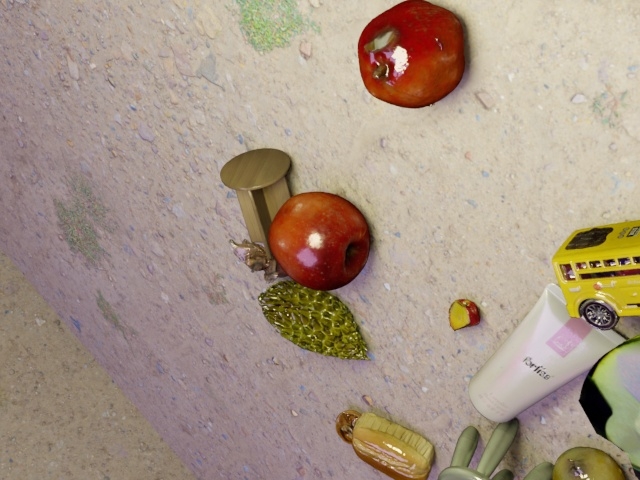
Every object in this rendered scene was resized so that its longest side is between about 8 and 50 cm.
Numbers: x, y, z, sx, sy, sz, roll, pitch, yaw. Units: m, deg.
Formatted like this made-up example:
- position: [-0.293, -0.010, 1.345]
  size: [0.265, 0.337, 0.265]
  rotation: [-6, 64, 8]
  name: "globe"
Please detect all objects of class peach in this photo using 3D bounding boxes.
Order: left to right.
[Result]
- position: [0.314, 0.166, 1.486]
  size: [0.077, 0.050, 0.083]
  rotation: [43, 138, 48]
  name: "peach"

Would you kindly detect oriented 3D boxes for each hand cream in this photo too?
- position: [0.436, 0.247, 1.395]
  size: [0.185, 0.118, 0.358]
  rotation: [41, 135, 11]
  name: "hand cream"

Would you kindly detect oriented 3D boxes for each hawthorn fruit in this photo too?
- position: [0.146, -0.304, 1.150]
  size: [0.185, 0.202, 0.185]
  rotation: [19, 124, 30]
  name: "hawthorn fruit"

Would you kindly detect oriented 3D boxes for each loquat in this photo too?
- position: [0.573, 0.529, 1.459]
  size: [0.152, 0.152, 0.195]
  rotation: [-1, 127, 45]
  name: "loquat"

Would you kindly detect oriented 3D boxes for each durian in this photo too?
- position: [-0.031, 0.207, 1.851]
  size: [0.394, 0.163, 0.198]
  rotation: [17, 170, 40]
  name: "durian"

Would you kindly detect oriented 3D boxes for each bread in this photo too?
- position: [0.193, 0.575, 1.880]
  size: [0.236, 0.106, 0.139]
  rotation: [21, 130, 24]
  name: "bread"

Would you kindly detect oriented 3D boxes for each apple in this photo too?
- position: [0.000, 0.000, 1.528]
  size: [0.201, 0.218, 0.218]
  rotation: [24, 136, 41]
  name: "apple"

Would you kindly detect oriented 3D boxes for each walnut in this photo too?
- position: [0.092, 0.537, 1.999]
  size: [0.091, 0.052, 0.121]
  rotation: [-30, 104, 9]
  name: "walnut"

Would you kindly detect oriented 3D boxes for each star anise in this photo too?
- position: [-0.150, 0.051, 1.750]
  size: [0.172, 0.208, 0.063]
  rotation: [31, 101, 11]
  name: "star anise"

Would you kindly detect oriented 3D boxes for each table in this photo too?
- position: [-0.129, -0.081, 1.646]
  size: [0.167, 0.167, 0.226]
  rotation: [18, 137, 35]
  name: "table"

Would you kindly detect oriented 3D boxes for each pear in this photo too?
- position: [0.662, 0.277, 1.141]
  size: [0.399, 0.165, 0.398]
  rotation: [26, 136, 28]
  name: "pear"

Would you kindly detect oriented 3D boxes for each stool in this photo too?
- position: [0.399, 0.543, 1.595]
  size: [0.195, 0.199, 0.195]
  rotation: [49, 143, -2]
  name: "stool"

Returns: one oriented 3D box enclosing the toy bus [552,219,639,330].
- position: [0.546, 0.040, 1.079]
  size: [0.331, 0.145, 0.151]
  rotation: [-12, 110, 49]
  name: "toy bus"
